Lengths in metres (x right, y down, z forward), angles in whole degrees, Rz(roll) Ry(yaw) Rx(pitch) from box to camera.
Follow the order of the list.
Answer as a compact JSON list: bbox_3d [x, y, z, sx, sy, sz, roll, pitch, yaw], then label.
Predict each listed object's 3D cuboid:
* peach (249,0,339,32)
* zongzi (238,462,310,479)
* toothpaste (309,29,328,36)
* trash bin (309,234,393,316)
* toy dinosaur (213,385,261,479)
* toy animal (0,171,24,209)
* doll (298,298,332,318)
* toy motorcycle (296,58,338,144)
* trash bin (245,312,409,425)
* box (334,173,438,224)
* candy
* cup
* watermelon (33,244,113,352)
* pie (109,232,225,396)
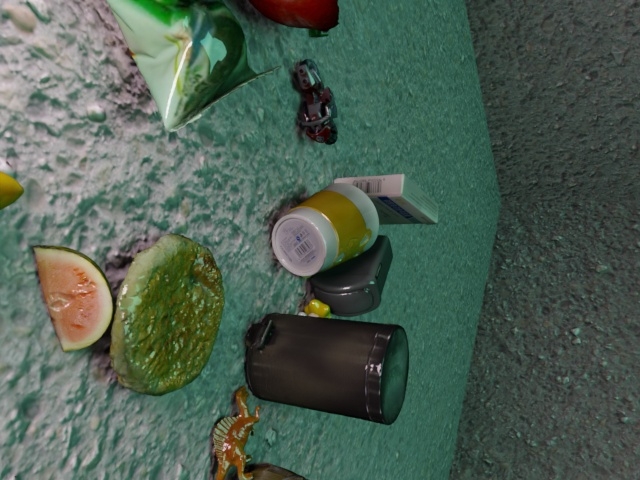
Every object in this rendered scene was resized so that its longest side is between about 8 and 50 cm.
[{"bbox_3d":[-0.075,-0.561,1.172,0.361,0.202,0.257,78,-4,-51],"label":"peach"},{"bbox_3d":[-0.069,0.548,1.118,0.286,0.300,0.138,-35,121,-58],"label":"zongzi"},{"bbox_3d":[-0.012,-0.590,1.457,0.043,0.037,0.178,-31,118,-55],"label":"toothpaste"},{"bbox_3d":[0.082,0.087,1.530,0.236,0.177,0.101,-61,142,-47],"label":"trash bin"},{"bbox_3d":[-0.174,0.404,1.178,0.212,0.057,0.142,-46,119,-55],"label":"toy dinosaur"},{"bbox_3d":[-0.415,-0.005,0.591,0.156,0.156,0.229,50,52,-53],"label":"toy animal"},{"bbox_3d":[-0.027,0.197,1.446,0.113,0.072,0.135,-65,154,-9],"label":"doll"},{"bbox_3d":[-0.013,-0.323,1.425,0.122,0.082,0.213,-58,132,-61],"label":"toy motorcycle"},{"bbox_3d":[0.019,0.269,1.279,0.252,0.302,0.202,67,35,-45],"label":"trash bin"},{"bbox_3d":[0.199,-0.110,1.717,0.343,0.200,0.065,23,68,-62],"label":"box"},{"bbox_3d":[-0.245,-0.375,0.886,0.397,0.172,0.262,61,34,-25],"label":"candy"},{"bbox_3d":[0.000,0.000,1.395,0.226,0.185,0.241,-30,149,-53],"label":"cup"},{"bbox_3d":[-0.339,0.070,0.851,0.069,0.087,0.163,-122,-155,-69],"label":"watermelon"},{"bbox_3d":[-0.251,0.124,0.975,0.277,0.079,0.276,5,90,-65],"label":"pie"}]
